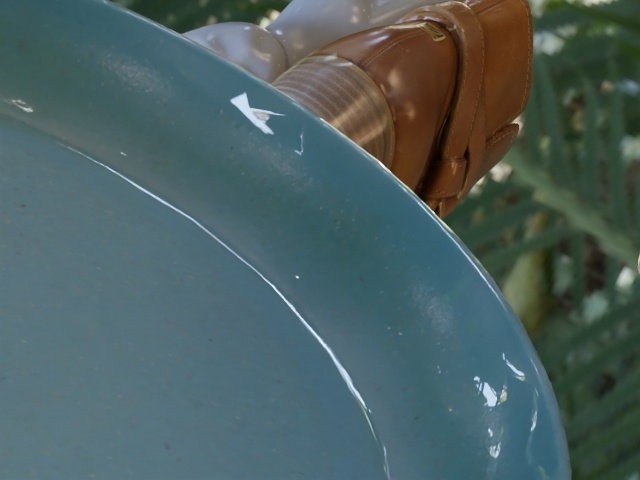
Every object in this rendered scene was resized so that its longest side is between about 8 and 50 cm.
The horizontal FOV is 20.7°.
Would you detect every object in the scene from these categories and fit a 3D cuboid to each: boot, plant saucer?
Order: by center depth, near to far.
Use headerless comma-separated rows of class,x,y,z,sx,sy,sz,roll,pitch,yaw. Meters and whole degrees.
plant saucer,-0.104,0.012,0.354,0.317,0.317,0.044,-63,-6,-62
boot,0.000,0.000,0.905,0.220,0.109,0.283,-36,-28,-42

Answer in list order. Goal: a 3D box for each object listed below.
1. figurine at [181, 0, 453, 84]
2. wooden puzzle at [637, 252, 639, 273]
figurine,-0.046,-0.155,0.979,0.209,0.215,0.092,-27,-10,-42
wooden puzzle,0.275,-0.090,0.936,0.238,0.044,0.221,-28,-34,-15
